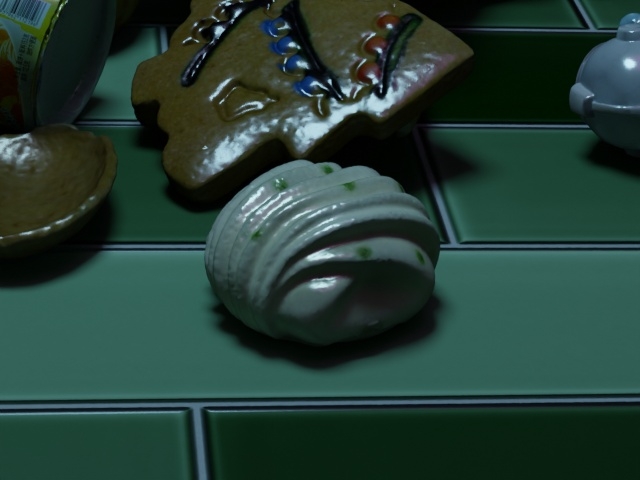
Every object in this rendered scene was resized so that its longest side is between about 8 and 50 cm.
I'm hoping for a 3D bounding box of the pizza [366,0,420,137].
[{"bbox_3d":[0.007,-0.175,1.762,0.161,0.085,0.305,-21,41,-12],"label":"pizza"}]

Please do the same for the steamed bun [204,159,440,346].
[{"bbox_3d":[0.000,0.000,1.439,0.183,0.106,0.183,5,29,-3],"label":"steamed bun"}]

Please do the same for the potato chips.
[{"bbox_3d":[-0.238,-0.037,1.528,0.150,0.049,0.201,-2,32,-3],"label":"potato chips"}]

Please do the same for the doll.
[{"bbox_3d":[0.348,-0.157,1.730,0.287,0.151,0.151,-22,38,-31],"label":"doll"}]

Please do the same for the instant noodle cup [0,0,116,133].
[{"bbox_3d":[-0.277,-0.189,1.656,0.153,0.205,0.205,18,32,12],"label":"instant noodle cup"}]

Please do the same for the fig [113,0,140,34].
[{"bbox_3d":[-0.252,-0.298,1.791,0.159,0.257,0.159,2,45,-2],"label":"fig"}]

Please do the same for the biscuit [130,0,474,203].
[{"bbox_3d":[-0.017,-0.152,1.647,0.302,0.043,0.278,-8,45,8],"label":"biscuit"}]
